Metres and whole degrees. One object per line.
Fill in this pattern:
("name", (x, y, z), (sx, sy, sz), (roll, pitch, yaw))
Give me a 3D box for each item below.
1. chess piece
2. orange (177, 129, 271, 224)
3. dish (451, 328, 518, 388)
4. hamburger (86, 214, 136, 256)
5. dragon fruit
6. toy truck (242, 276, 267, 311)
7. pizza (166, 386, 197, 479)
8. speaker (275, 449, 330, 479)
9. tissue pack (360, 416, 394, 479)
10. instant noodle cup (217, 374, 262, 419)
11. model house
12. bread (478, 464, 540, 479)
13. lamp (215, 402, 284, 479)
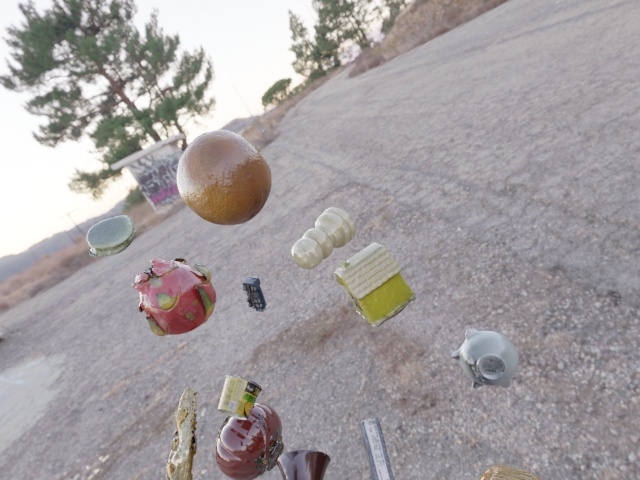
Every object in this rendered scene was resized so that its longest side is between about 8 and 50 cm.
("chess piece", (0.000, 0.000, 1.748), (0.167, 0.167, 0.299), (-16, 17, 42))
("orange", (-0.258, -0.170, 1.186), (0.264, 0.264, 0.264), (-28, 16, 9))
("dish", (0.591, 0.441, 1.563), (0.228, 0.236, 0.086), (-59, -8, 14))
("hamburger", (-0.599, -0.012, 1.275), (0.139, 0.062, 0.133), (-11, 47, 1))
("dragon fruit", (-0.574, 0.195, 1.711), (0.305, 0.226, 0.306), (-10, 42, 9))
("toy truck", (-0.327, 0.278, 2.253), (0.074, 0.202, 0.088), (3, 34, 27))
("pizza", (-0.357, 0.541, 1.149), (0.071, 0.297, 0.189), (8, -3, -11))
("speaker", (-0.071, 0.850, 1.427), (0.198, 0.259, 0.330), (-15, 37, 12))
("tissue pack", (0.195, 0.746, 1.514), (0.073, 0.173, 0.236), (-11, 58, -4))
("instant noodle cup", (-0.300, 0.571, 1.603), (0.151, 0.151, 0.122), (-15, 43, 44))
("model house", (0.175, 0.135, 1.480), (0.193, 0.234, 0.175), (-35, 29, -8))
("bread", (0.513, 0.755, 1.262), (0.274, 0.149, 0.274), (-42, -24, -24))
("lamp", (-0.282, 0.807, 1.780), (0.256, 0.303, 0.303), (21, 43, 23))
